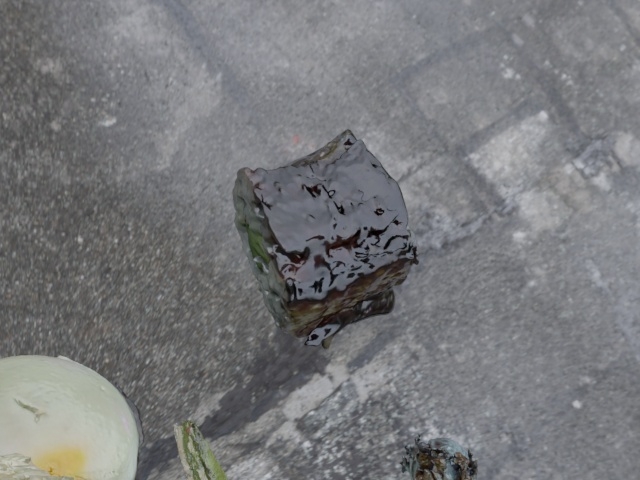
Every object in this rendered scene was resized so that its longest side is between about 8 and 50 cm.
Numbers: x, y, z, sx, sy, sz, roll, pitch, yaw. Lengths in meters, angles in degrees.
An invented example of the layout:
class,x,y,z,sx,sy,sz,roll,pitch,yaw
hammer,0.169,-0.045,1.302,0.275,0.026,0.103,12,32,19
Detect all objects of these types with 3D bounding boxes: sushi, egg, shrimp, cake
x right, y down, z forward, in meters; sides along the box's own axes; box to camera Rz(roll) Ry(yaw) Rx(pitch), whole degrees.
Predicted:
class,x,y,z,sx,sy,sz,roll,pitch,yaw
sushi,0.000,-0.001,0.441,0.084,0.098,0.094,-22,67,-16
egg,-0.405,0.276,1.000,0.336,0.201,0.337,-7,58,12
shrimp,0.128,0.252,0.890,0.090,0.233,0.079,10,65,26
cake,-0.195,0.352,1.271,0.140,0.051,0.055,65,22,-15

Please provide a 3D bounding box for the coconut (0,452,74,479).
class,x,y,z,sx,sy,sz,roll,pitch,yaw
coconut,-0.252,0.325,0.541,0.297,0.297,0.309,47,54,3
